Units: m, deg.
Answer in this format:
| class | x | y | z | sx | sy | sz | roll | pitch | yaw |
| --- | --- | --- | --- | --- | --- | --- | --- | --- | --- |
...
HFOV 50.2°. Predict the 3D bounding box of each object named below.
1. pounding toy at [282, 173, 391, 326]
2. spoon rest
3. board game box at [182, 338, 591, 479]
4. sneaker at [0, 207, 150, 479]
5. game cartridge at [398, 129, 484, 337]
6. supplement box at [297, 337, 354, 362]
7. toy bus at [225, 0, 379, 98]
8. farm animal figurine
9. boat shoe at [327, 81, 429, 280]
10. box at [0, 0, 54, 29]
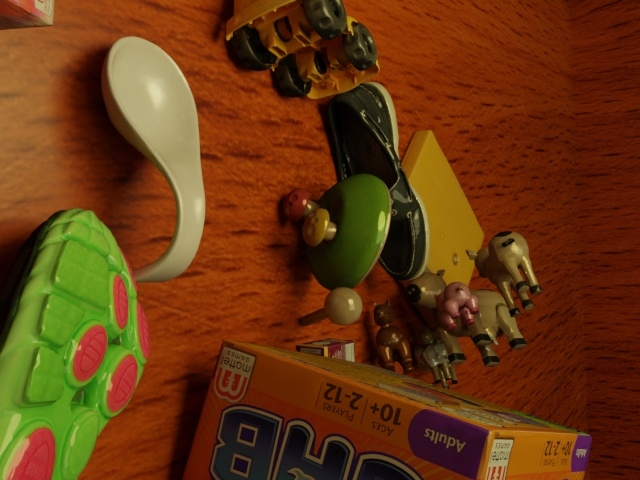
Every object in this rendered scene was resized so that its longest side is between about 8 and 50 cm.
| class | x | y | z | sx | sy | sz | roll | pitch | yaw |
| --- | --- | --- | --- | --- | --- | --- | --- | --- | --- |
| pounding toy | 0.000 | 0.000 | 0.988 | 0.110 | 0.183 | 0.236 | 20 | 74 | -25 |
| spoon rest | -0.178 | -0.094 | 0.760 | 0.137 | 0.084 | 0.276 | 5 | 76 | -60 |
| board game box | 0.071 | 0.353 | 0.840 | 0.356 | 0.357 | 0.356 | 23 | 81 | -51 |
| sneaker | -0.283 | 0.151 | 0.552 | 0.482 | 0.202 | 0.185 | -80 | 161 | -45 |
| game cartridge | 0.224 | -0.010 | 1.373 | 0.323 | 0.053 | 0.285 | 54 | 48 | -35 |
| supplement box | 0.009 | 0.179 | 1.059 | 0.083 | 0.055 | 0.043 | 0 | 89 | -55 |
| toy bus | -0.026 | -0.336 | 0.976 | 0.220 | 0.150 | 0.211 | 26 | 52 | -53 |
| farm animal figurine | 0.249 | 0.110 | 1.208 | 0.327 | 0.330 | 0.172 | 29 | 36 | -47 |
| boat shoe | 0.086 | -0.088 | 1.114 | 0.113 | 0.127 | 0.339 | -22 | 104 | -52 |
| box | -0.309 | -0.328 | 0.527 | 0.142 | 0.154 | 0.299 | 10 | 81 | -77 |
